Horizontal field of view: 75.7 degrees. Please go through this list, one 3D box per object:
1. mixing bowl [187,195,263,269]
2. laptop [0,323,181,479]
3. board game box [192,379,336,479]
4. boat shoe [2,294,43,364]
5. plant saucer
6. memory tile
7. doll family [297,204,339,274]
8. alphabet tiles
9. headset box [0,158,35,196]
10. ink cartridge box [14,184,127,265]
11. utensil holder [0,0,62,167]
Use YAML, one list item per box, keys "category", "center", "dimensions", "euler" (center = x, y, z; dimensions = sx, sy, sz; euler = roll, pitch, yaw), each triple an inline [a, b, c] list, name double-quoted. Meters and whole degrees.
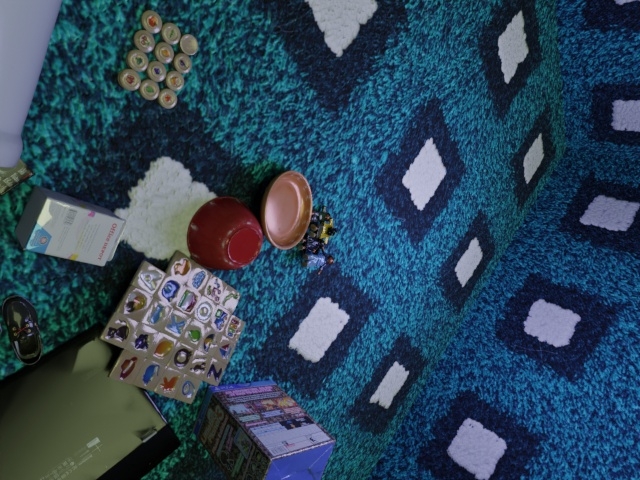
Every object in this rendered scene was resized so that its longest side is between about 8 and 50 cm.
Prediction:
- category: "mixing bowl"
  center: [-0.201, -0.001, 0.947]
  dimensions: [0.182, 0.098, 0.181]
  euler: [-21, 123, -37]
- category: "laptop"
  center: [-0.544, 0.448, 0.872]
  dimensions: [0.382, 0.236, 0.407]
  euler: [-34, 101, -30]
- category: "board game box"
  center: [-0.152, 0.516, 1.089]
  dimensions: [0.232, 0.291, 0.141]
  euler: [14, 99, -47]
- category: "boat shoe"
  center: [-0.529, 0.160, 0.737]
  dimensions: [0.049, 0.042, 0.132]
  euler: [-16, 117, -37]
- category: "plant saucer"
  center: [-0.089, -0.077, 1.038]
  dimensions: [0.200, 0.037, 0.199]
  euler: [-27, 123, -53]
- category: "memory tile"
  center: [-0.297, -0.330, 0.763]
  dimensions: [0.113, 0.012, 0.147]
  euler: [19, 94, -48]
- category: "doll family"
  center: [0.000, 0.000, 1.171]
  dimensions: [0.111, 0.076, 0.192]
  euler: [0, 113, -49]
- category: "alphabet tiles"
  center: [-0.309, 0.200, 0.932]
  dimensions: [0.342, 0.011, 0.285]
  euler: [48, 55, -46]
- category: "headset box"
  center: [-0.503, -0.120, 0.639]
  dimensions: [0.062, 0.032, 0.083]
  euler: [-45, 133, -21]
- category: "ink cartridge box"
  center: [-0.427, -0.021, 0.718]
  dimensions: [0.143, 0.090, 0.092]
  euler: [24, 91, -49]
- category: "utensil holder"
  center: [-0.437, -0.310, 0.405]
  dimensions: [0.328, 0.328, 0.385]
  euler: [17, 95, -47]
